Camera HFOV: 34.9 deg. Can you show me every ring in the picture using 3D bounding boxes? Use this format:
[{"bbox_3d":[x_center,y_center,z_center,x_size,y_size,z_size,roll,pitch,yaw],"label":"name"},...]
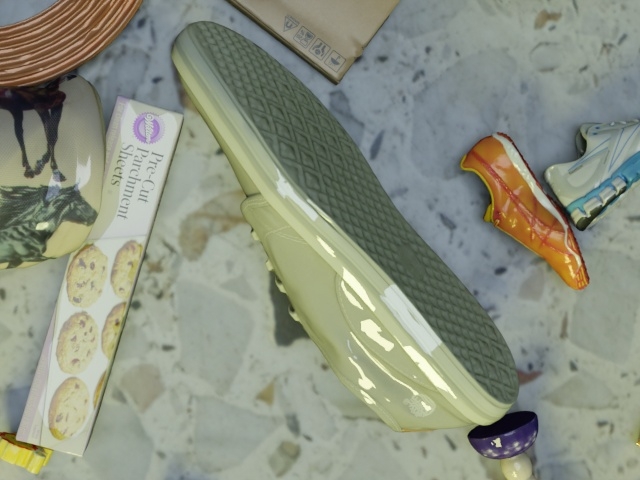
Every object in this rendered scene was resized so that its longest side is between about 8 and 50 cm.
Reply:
[{"bbox_3d":[-0.313,-0.302,0.934,0.336,0.032,0.337,0,90,-6],"label":"ring"}]

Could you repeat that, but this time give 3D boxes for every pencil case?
[{"bbox_3d":[-0.372,-0.057,0.802,0.410,0.160,0.183,-5,51,-30],"label":"pencil case"}]

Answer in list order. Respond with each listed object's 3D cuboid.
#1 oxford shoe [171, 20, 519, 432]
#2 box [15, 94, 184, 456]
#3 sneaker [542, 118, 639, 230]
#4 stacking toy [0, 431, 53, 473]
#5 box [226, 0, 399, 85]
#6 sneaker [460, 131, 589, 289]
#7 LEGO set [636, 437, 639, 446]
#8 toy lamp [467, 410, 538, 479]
[{"bbox_3d":[0.000,0.000,0.922,0.130,0.169,0.449,-36,93,30],"label":"oxford shoe"},{"bbox_3d":[-0.200,0.032,0.931,0.067,0.063,0.324,17,88,-8],"label":"box"},{"bbox_3d":[0.298,-0.096,0.992,0.190,0.071,0.083,-34,70,-14],"label":"sneaker"},{"bbox_3d":[-0.228,0.294,0.935,0.221,0.052,0.167,25,88,-7],"label":"stacking toy"},{"bbox_3d":[-0.014,-0.274,0.974,0.201,0.021,0.164,37,86,-5],"label":"box"},{"bbox_3d":[0.199,-0.022,0.990,0.067,0.064,0.175,-36,89,13],"label":"sneaker"},{"bbox_3d":[0.427,0.106,0.985,0.287,0.107,0.132,-28,93,-6],"label":"LEGO set"},{"bbox_3d":[0.223,0.303,0.978,0.080,0.080,0.275,-19,92,-6],"label":"toy lamp"}]
